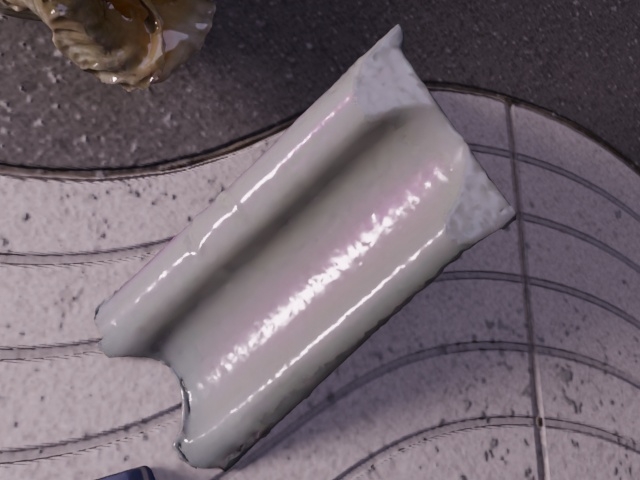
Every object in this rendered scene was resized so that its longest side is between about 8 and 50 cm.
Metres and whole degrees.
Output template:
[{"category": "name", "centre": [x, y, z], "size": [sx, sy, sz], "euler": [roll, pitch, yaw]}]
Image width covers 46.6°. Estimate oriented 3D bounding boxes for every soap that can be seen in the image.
[{"category": "soap", "centre": [0.000, 0.000, 0.605], "size": [0.302, 0.258, 0.159], "euler": [-40, 93, 12]}]

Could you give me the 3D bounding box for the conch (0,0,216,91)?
[{"category": "conch", "centre": [-0.220, -0.271, 0.512], "size": [0.297, 0.209, 0.352], "euler": [-47, 129, -34]}]

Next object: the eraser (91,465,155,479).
[{"category": "eraser", "centre": [-0.194, 0.199, 0.432], "size": [0.225, 0.036, 0.082], "euler": [-9, 76, -30]}]
